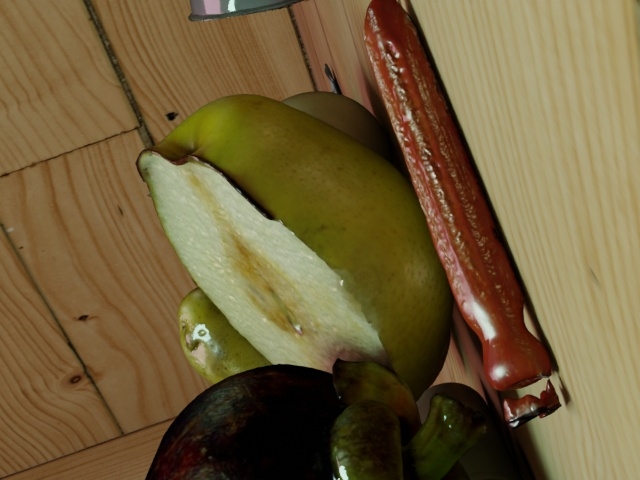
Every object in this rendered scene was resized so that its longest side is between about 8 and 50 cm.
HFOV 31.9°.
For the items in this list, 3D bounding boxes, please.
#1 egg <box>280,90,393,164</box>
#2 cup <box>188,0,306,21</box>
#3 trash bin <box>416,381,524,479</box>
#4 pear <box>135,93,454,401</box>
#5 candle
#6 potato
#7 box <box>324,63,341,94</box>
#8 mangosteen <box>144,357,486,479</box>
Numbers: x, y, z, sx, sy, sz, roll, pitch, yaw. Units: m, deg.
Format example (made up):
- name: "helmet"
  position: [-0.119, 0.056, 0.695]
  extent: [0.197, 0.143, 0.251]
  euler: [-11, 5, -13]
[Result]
- name: "egg"
  position: [-0.002, -0.093, 1.409]
  extent: [0.254, 0.188, 0.188]
  euler: [-89, -20, -84]
- name: "cup"
  position: [-0.114, -0.455, 1.490]
  extent: [0.203, 0.203, 0.288]
  euler: [-108, 6, -69]
- name: "trash bin"
  position: [0.147, 0.310, 1.241]
  extent: [0.247, 0.121, 0.243]
  euler: [-100, 20, -69]
- name: "pear"
  position: [0.000, 0.000, 1.188]
  extent: [0.340, 0.191, 0.386]
  euler: [14, 140, 50]
- name: "candle"
  position: [0.093, -0.028, 0.787]
  extent: [0.051, 0.048, 0.329]
  euler: [107, 147, -68]
- name: "potato"
  position: [0.001, 0.114, 1.413]
  extent: [0.176, 0.369, 0.195]
  euler: [-141, 54, -59]
- name: "box"
  position: [0.036, -0.132, 2.171]
  extent: [0.264, 0.106, 0.337]
  euler: [71, 180, -66]
- name: "mangosteen"
  position: [-0.015, 0.266, 1.040]
  extent: [0.330, 0.330, 0.330]
  euler: [-19, -90, -90]
